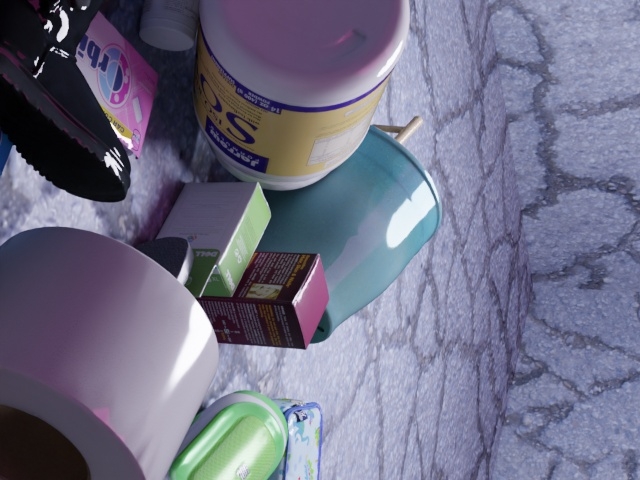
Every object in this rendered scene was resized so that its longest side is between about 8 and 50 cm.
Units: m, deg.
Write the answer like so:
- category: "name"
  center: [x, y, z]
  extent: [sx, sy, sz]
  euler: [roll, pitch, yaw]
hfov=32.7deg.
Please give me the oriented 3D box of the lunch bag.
- category: "lunch bag"
  center: [-0.057, 0.353, 1.674]
  extent: [0.176, 0.090, 0.219]
  euler: [15, 79, -71]

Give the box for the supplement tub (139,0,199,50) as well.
- category: "supplement tub"
  center: [-0.180, -0.294, 1.329]
  extent: [0.071, 0.071, 0.107]
  euler: [37, 58, -64]

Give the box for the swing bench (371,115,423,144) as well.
- category: "swing bench"
  center: [0.031, -0.209, 1.755]
  extent: [0.253, 0.165, 0.255]
  euler: [72, 35, -43]

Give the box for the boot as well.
- category: "boot"
  center: [-0.225, -0.178, 1.006]
  extent: [0.246, 0.094, 0.207]
  euler: [52, 48, -49]

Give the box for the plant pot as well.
- category: "plant pot"
  center: [0.000, 0.000, 1.578]
  extent: [0.255, 0.271, 0.272]
  euler: [-55, 143, -32]

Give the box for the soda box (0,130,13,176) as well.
- category: "soda box"
  center: [-0.317, -0.130, 1.000]
  extent: [0.071, 0.067, 0.210]
  euler: [56, 41, -55]

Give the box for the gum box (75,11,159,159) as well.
- category: "gum box"
  center: [-0.248, -0.171, 1.176]
  extent: [0.188, 0.062, 0.107]
  euler: [46, 50, -61]

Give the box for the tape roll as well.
- category: "tape roll"
  center: [-0.234, 0.131, 0.996]
  extent: [0.169, 0.246, 0.246]
  euler: [-64, 148, -44]

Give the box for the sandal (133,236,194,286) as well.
- category: "sandal"
  center: [-0.222, 0.104, 1.240]
  extent: [0.255, 0.097, 0.054]
  euler: [-64, 148, -26]

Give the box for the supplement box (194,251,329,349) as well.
- category: "supplement box"
  center: [-0.095, 0.074, 1.413]
  extent: [0.104, 0.188, 0.081]
  euler: [-62, 147, -48]

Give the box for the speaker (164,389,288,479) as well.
- category: "speaker"
  center: [-0.146, 0.305, 1.392]
  extent: [0.296, 0.131, 0.131]
  euler: [-43, 131, -61]

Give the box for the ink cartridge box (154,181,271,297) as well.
- category: "ink cartridge box"
  center: [-0.151, 0.015, 1.376]
  extent: [0.209, 0.109, 0.062]
  euler: [-67, 150, -42]

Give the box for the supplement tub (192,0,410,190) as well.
- category: "supplement tub"
  center: [-0.036, -0.215, 1.344]
  extent: [0.331, 0.241, 0.241]
  euler: [113, -12, -69]
